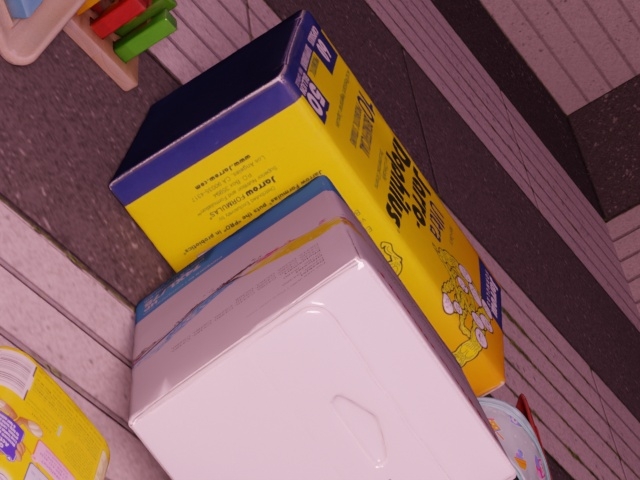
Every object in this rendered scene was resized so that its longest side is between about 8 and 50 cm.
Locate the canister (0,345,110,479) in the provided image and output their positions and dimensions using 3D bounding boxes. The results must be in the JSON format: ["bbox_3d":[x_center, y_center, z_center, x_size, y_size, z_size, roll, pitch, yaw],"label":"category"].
[{"bbox_3d":[-0.189,0.153,0.876,0.126,0.073,0.170,53,19,-21],"label":"canister"}]

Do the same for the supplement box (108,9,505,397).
[{"bbox_3d":[0.000,0.000,1.393,0.356,0.195,0.194,54,20,-19],"label":"supplement box"}]

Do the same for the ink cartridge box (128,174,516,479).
[{"bbox_3d":[-0.009,0.107,1.116,0.198,0.197,0.270,54,4,-15],"label":"ink cartridge box"}]

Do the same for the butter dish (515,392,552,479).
[{"bbox_3d":[0.175,0.267,1.582,0.160,0.118,0.160,-99,-168,-50],"label":"butter dish"}]

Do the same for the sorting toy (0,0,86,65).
[{"bbox_3d":[-0.245,-0.282,1.250,0.193,0.038,0.208,-62,142,-44],"label":"sorting toy"}]

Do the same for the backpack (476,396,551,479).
[{"bbox_3d":[0.108,0.216,1.294,0.144,0.188,0.166,-44,120,-55],"label":"backpack"}]

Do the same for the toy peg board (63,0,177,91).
[{"bbox_3d":[-0.207,-0.258,1.429,0.160,0.079,0.161,46,23,-35],"label":"toy peg board"}]
